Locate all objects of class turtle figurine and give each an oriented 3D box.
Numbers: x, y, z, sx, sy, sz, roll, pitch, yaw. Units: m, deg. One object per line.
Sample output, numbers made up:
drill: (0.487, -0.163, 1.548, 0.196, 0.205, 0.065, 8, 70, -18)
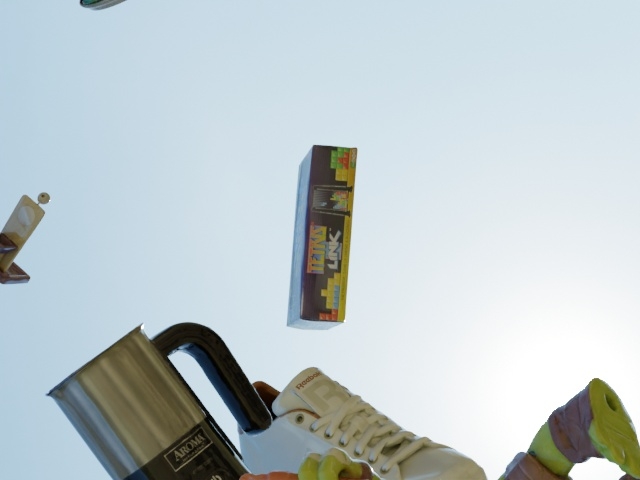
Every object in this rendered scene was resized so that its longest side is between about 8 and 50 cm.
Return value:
turtle figurine: (0.099, 0.176, 1.002, 0.269, 0.217, 0.087, 49, -158, -16)

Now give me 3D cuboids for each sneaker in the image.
sneaker: (0.021, 0.181, 1.658, 0.106, 0.290, 0.123, -29, -69, -40)

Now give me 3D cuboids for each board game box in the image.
board game box: (0.000, 0.000, 1.835, 0.048, 0.141, 0.170, 5, -97, -5)

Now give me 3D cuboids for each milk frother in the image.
milk frother: (-0.121, 0.138, 1.296, 0.135, 0.143, 0.129, 54, -140, 0)

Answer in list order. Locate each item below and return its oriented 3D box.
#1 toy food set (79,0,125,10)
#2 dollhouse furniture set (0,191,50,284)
toy food set: (-0.140, -0.190, 1.336, 0.020, 0.082, 0.083, 61, -149, -21)
dollhouse furniture set: (-0.284, -0.029, 1.549, 0.114, 0.081, 0.091, 40, -164, 20)
